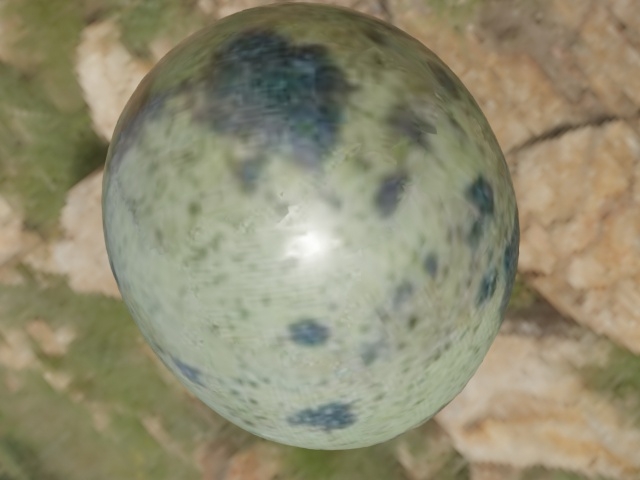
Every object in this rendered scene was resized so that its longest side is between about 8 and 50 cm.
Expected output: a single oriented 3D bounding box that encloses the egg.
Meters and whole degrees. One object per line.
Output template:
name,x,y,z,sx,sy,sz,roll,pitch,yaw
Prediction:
egg,0.000,0.000,0.617,0.141,0.141,0.182,27,154,35
